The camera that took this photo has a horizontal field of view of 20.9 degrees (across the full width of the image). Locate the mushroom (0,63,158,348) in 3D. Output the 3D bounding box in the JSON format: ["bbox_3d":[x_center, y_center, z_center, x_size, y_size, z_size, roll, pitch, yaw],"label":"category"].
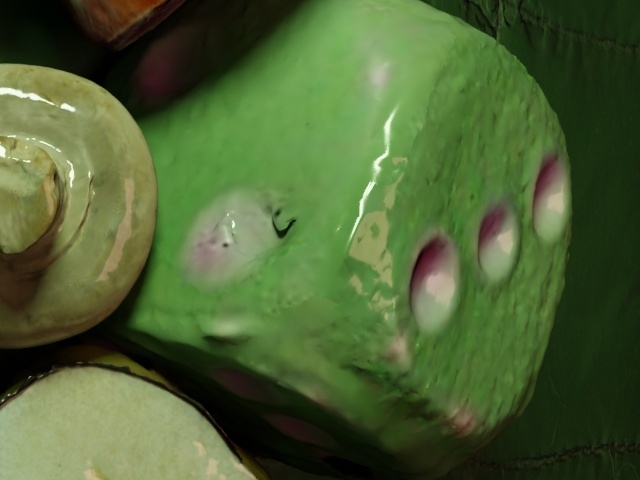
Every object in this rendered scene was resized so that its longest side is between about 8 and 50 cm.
[{"bbox_3d":[-0.211,-0.028,1.195,0.204,0.204,0.204,-5,96,-55],"label":"mushroom"}]

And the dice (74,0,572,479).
[{"bbox_3d":[0.000,0.000,1.399,0.322,0.318,0.330,46,57,-48],"label":"dice"}]

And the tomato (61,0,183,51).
[{"bbox_3d":[-0.087,-0.299,1.282,0.176,0.335,0.289,49,33,-14],"label":"tomato"}]

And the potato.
[{"bbox_3d":[-0.161,0.225,1.325,0.246,0.196,0.299,-44,104,-15],"label":"potato"}]
